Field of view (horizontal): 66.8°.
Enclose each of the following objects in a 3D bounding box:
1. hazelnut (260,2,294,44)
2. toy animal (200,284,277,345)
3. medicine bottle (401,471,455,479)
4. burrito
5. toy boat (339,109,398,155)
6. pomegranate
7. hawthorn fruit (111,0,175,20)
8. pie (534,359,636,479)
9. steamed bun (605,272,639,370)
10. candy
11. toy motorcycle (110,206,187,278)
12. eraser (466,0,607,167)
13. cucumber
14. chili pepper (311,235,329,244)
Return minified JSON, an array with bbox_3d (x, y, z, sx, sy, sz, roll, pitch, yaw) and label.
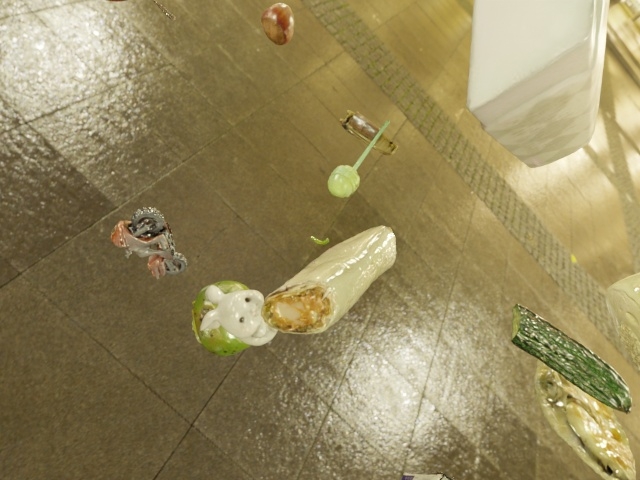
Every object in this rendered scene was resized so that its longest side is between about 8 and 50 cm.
[{"bbox_3d":[-0.094,-0.494,1.102,0.086,0.086,0.086,24,47,-30],"label":"hazelnut"},{"bbox_3d":[-0.212,0.202,1.293,0.193,0.178,0.128,36,58,-50],"label":"toy animal"},{"bbox_3d":[0.256,0.516,0.936,0.171,0.201,0.052,35,63,4],"label":"medicine bottle"},{"bbox_3d":[0.030,0.077,0.963,0.299,0.143,0.105,-36,112,-39],"label":"burrito"},{"bbox_3d":[0.170,-0.376,1.694,0.226,0.088,0.068,37,78,7],"label":"toy boat"},{"bbox_3d":[-0.307,0.272,1.731,0.340,0.260,0.261,3,59,-56],"label":"pomegranate"},{"bbox_3d":[-0.407,-0.560,0.889,0.234,0.263,0.231,22,36,-1],"label":"hawthorn fruit"},{"bbox_3d":[0.642,0.430,1.182,0.339,0.077,0.339,31,33,-23],"label":"pie"},{"bbox_3d":[0.581,0.130,0.746,0.250,0.199,0.155,-99,165,-52],"label":"steamed bun"},{"bbox_3d":[0.130,-0.258,1.470,0.092,0.093,0.336,23,61,23],"label":"candy"},{"bbox_3d":[-0.374,0.012,1.060,0.118,0.213,0.084,-17,49,-5],"label":"toy motorcycle"},{"bbox_3d":[0.228,-0.193,0.469,0.396,0.082,0.213,-3,97,-61],"label":"eraser"},{"bbox_3d":[0.477,0.226,0.929,0.265,0.077,0.077,34,37,17],"label":"cucumber"},{"bbox_3d":[0.001,0.000,1.684,0.017,0.083,0.030,-27,111,-40],"label":"chili pepper"}]
